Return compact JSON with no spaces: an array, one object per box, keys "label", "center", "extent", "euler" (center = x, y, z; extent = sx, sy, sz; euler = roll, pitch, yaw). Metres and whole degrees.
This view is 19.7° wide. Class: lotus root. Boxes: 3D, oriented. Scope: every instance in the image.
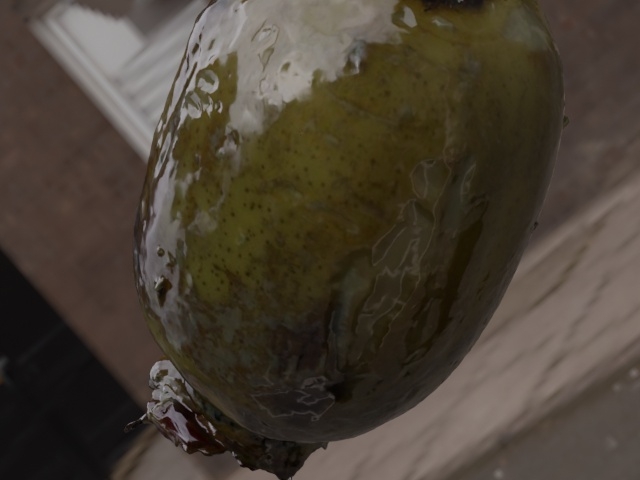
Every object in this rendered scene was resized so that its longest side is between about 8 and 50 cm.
[{"label":"lotus root","center":[0.002,0.001,0.707],"extent":[0.154,0.154,0.278],"euler":[-45,-17,-55]}]
